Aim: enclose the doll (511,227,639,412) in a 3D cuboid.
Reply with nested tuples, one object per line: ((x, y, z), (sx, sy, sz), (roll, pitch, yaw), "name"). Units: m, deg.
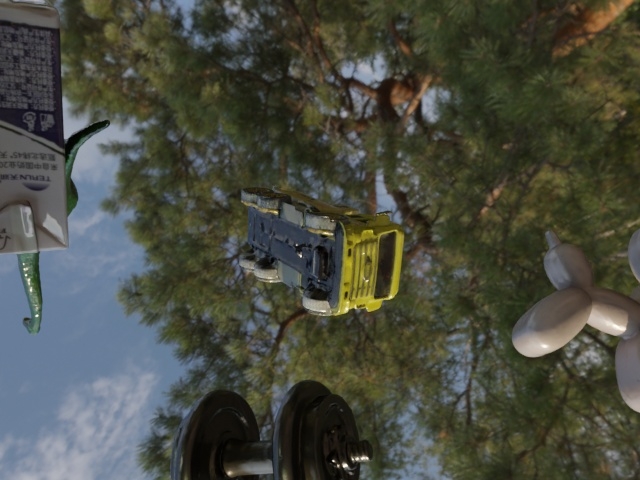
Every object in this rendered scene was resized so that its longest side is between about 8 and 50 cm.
((0.253, 0.049, 0.422), (0.161, 0.059, 0.160), (25, -110, 10), "doll")

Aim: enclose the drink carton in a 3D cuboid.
((-0.294, -0.109, 0.472), (0.102, 0.222, 0.134), (-6, -150, -33), "drink carton")

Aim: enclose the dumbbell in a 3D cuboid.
((-0.072, 0.288, 0.683), (0.192, 0.290, 0.192), (-12, -90, -70), "dumbbell")

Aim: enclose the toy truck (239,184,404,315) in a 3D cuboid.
((0.000, 0.000, 0.700), (0.157, 0.124, 0.272), (-6, -163, -32), "toy truck")

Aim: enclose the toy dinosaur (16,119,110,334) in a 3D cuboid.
((-0.360, 0.002, 0.675), (0.087, 0.447, 0.300), (-21, -78, -45), "toy dinosaur")
